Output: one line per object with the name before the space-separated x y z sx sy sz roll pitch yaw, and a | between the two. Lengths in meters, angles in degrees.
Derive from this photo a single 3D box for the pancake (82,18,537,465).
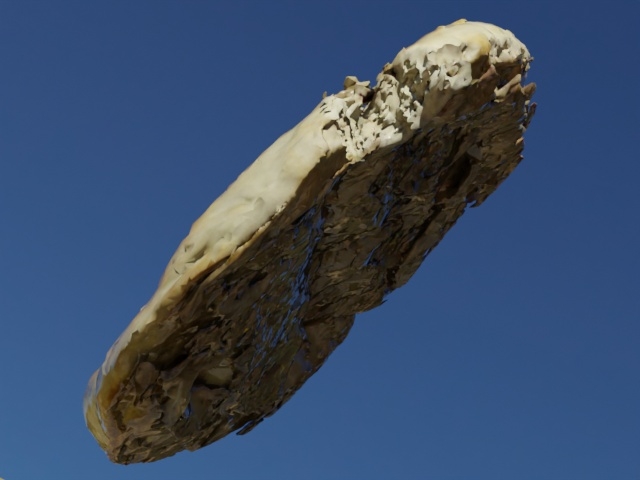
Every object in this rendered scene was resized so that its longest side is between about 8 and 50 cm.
pancake | 0.001 0.001 1.267 0.071 0.382 0.382 45 -19 14

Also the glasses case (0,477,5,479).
glasses case | -0.229 0.220 1.181 0.371 0.141 0.173 24 -31 11
